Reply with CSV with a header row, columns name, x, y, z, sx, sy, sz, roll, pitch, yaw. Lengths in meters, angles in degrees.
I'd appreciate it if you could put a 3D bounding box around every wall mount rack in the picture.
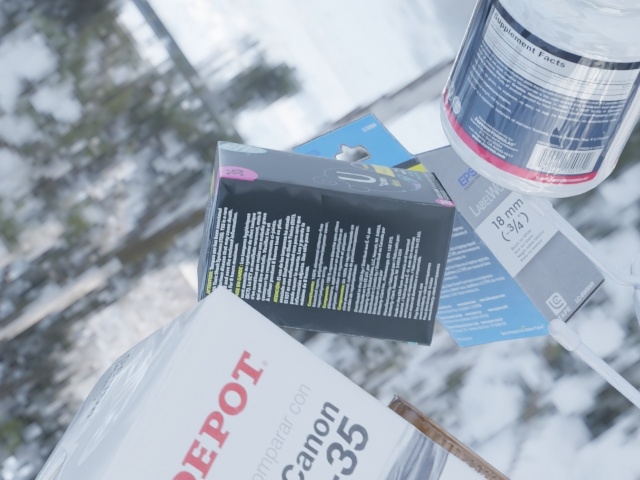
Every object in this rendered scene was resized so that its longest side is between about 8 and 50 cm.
name,x,y,z,sx,sy,sz,roll,pitch,yaw
wall mount rack,0.352,0.072,1.722,0.350,0.304,0.130,-93,11,-51

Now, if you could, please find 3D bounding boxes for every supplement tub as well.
name,x,y,z,sx,sy,sz,roll,pitch,yaw
supplement tub,0.238,-0.192,1.644,0.191,0.191,0.272,55,145,31

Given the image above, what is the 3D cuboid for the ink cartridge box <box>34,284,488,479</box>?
name,x,y,z,sx,sy,sz,roll,pitch,yaw
ink cartridge box,-0.001,0.189,0.721,0.283,0.207,0.117,37,145,-11

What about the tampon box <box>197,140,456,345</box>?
name,x,y,z,sx,sy,sz,roll,pitch,yaw
tampon box,0.000,0.000,1.180,0.120,0.161,0.102,-109,28,-75

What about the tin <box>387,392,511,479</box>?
name,x,y,z,sx,sy,sz,roll,pitch,yaw
tin,0.130,0.200,1.455,0.189,0.040,0.106,37,173,0

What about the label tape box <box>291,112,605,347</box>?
name,x,y,z,sx,sy,sz,roll,pitch,yaw
label tape box,0.149,-0.034,2.023,0.334,0.106,0.240,50,157,-10
